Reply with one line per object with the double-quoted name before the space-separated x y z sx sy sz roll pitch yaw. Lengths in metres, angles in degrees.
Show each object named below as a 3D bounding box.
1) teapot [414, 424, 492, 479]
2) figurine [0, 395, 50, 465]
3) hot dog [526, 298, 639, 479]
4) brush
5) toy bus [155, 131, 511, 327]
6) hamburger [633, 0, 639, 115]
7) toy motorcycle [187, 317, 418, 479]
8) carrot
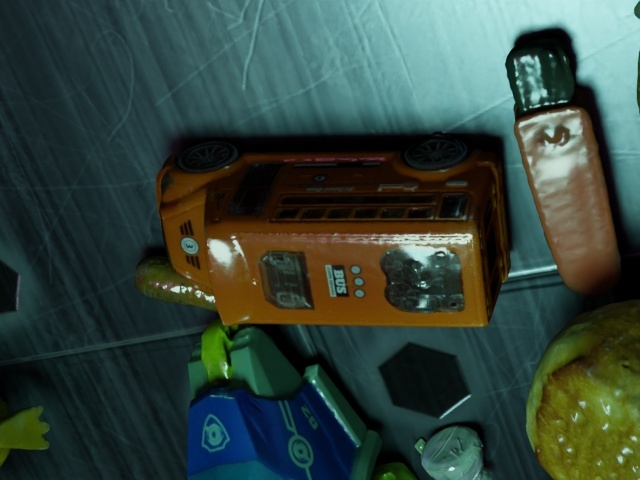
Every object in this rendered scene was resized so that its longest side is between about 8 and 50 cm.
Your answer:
"teapot" 0.136 0.228 1.604 0.083 0.064 0.064 11 140 49
"figurine" -0.478 0.253 1.691 0.387 0.268 0.400 -11 85 41
"hot dog" 0.384 0.196 1.353 0.405 0.223 0.185 39 139 29
"brush" 0.227 -0.032 1.415 0.070 0.051 0.323 -10 115 14
"toy bus" 0.000 0.000 1.437 0.329 0.153 0.143 1 123 16
"hamburger" 0.377 -0.110 1.203 0.314 0.170 0.290 58 137 23
"toy motorcycle" -0.046 0.243 1.578 0.191 0.200 0.326 -17 118 26
"carrot" -0.092 0.051 1.566 0.191 0.047 0.047 11 124 4
